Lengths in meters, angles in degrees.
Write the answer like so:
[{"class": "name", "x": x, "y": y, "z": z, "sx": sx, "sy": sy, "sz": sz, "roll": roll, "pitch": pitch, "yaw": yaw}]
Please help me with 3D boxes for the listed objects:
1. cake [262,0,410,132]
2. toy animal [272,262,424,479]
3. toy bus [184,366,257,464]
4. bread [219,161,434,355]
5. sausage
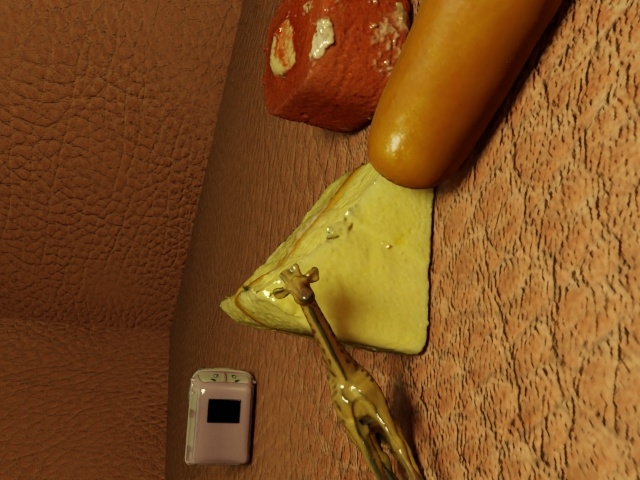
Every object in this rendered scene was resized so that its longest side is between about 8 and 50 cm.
[{"class": "cake", "x": 0.010, "y": -0.259, "z": 0.856, "sx": 0.283, "sy": 0.150, "sz": 0.177, "roll": 158, "pitch": 122, "yaw": -64}, {"class": "toy animal", "x": 0.034, "y": 0.147, "z": 0.582, "sx": 0.276, "sy": 0.054, "sz": 0.149, "roll": 63, "pitch": 176, "yaw": 2}, {"class": "toy bus", "x": -0.215, "y": 0.377, "z": 1.308, "sx": 0.142, "sy": 0.141, "sz": 0.203, "roll": 138, "pitch": 136, "yaw": -71}, {"class": "bread", "x": 0.000, "y": 0.000, "z": 0.741, "sx": 0.263, "sy": 0.198, "sz": 0.236, "roll": 161, "pitch": 123, "yaw": -68}, {"class": "sausage", "x": 0.123, "y": -0.160, "z": 0.542, "sx": 0.105, "sy": 0.105, "sz": 0.274, "roll": -101, "pitch": 26, "yaw": -44}]
